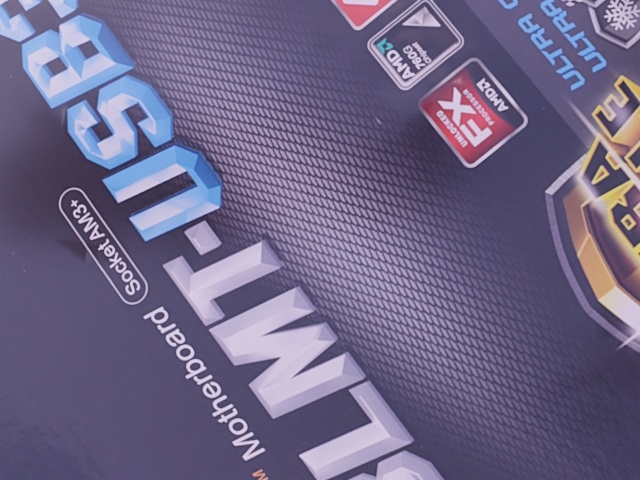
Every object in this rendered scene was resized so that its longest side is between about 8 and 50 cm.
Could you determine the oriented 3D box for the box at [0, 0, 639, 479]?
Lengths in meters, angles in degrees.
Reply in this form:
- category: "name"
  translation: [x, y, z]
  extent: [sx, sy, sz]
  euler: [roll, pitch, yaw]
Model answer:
- category: "box"
  translation: [0.000, 0.000, 0.534]
  extent: [0.293, 0.073, 0.295]
  euler: [-38, 72, 5]
